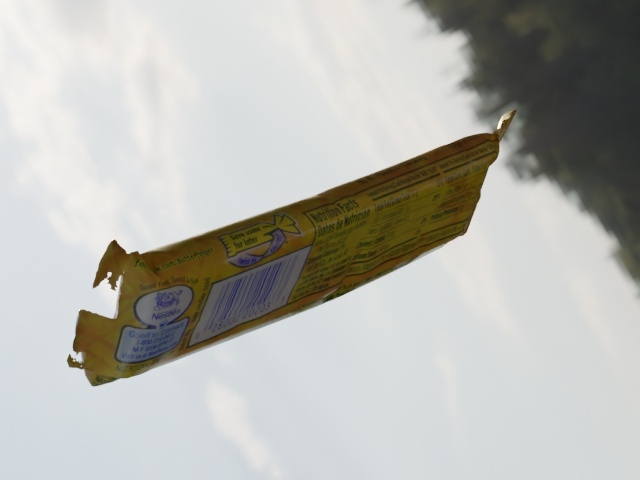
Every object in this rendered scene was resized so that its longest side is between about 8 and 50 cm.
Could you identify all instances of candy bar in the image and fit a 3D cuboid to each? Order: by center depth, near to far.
[{"bbox_3d":[0.000,0.000,0.479,0.018,0.040,0.161,39,-145,25],"label":"candy bar"}]
